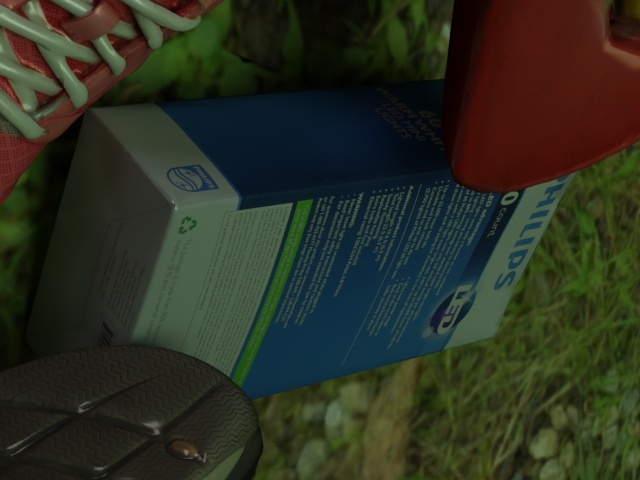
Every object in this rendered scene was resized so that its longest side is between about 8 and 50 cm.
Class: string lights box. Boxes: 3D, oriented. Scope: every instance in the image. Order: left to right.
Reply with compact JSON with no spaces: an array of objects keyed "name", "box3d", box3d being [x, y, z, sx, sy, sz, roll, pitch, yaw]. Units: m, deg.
[{"name":"string lights box","box3d":[0.000,0.000,0.700,0.260,0.077,0.133,-10,134,-41]}]

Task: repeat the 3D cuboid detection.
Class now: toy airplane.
[{"name":"toy airplane","box3d":[0.196,-0.227,0.587,0.272,0.384,0.386,27,59,-9]}]

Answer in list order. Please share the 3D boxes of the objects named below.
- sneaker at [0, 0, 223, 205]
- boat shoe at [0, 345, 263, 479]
[{"name":"sneaker","box3d":[-0.092,-0.114,0.558,0.314,0.136,0.116,-56,133,-12]},{"name":"boat shoe","box3d":[-0.163,0.181,0.555,0.355,0.132,0.130,-39,140,-19]}]
